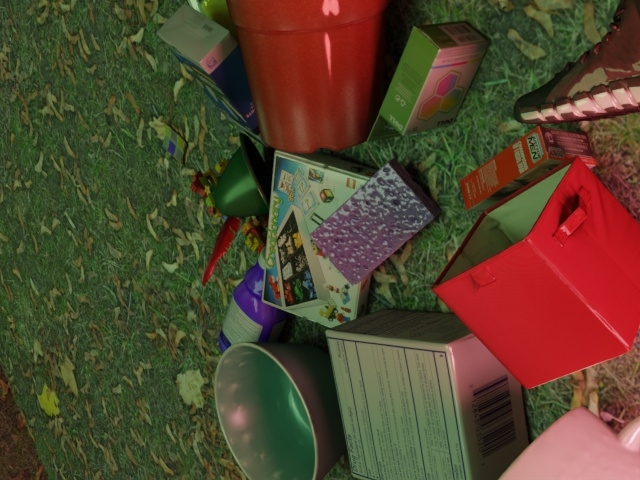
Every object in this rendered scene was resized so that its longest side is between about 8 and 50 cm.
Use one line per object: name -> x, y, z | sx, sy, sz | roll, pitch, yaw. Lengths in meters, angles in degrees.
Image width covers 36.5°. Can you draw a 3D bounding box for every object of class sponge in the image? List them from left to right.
sponge -> 0.086, -0.027, 1.591 | 0.117, 0.031, 0.210 | 48, 125, 1

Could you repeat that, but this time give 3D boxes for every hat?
hat -> -0.184, -0.073, 1.783 | 0.208, 0.184, 0.173 | -107, -10, -45

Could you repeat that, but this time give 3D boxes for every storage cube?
storage cube -> 0.298, 0.045, 1.252 | 0.193, 0.183, 0.215 | 46, 141, -8

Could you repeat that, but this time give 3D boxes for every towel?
towel -> -0.314, -0.206, 2.090 | 0.083, 0.009, 0.060 | 45, 135, 30

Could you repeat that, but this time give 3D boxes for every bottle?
bottle -> -0.121, 0.131, 1.914 | 0.118, 0.092, 0.283 | 44, 133, 27

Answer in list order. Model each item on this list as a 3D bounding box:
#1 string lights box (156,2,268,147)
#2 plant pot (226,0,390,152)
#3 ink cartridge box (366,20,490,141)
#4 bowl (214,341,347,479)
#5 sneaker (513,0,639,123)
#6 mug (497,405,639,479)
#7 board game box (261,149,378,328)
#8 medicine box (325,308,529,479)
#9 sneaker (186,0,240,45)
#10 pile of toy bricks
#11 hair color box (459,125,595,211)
string lights box -> -0.162, -0.285, 1.703 | 0.133, 0.077, 0.259 | 38, 172, 36
plant pot -> -0.010, -0.293, 1.508 | 0.272, 0.272, 0.265 | 23, 129, 44
ink cartridge box -> 0.157, -0.217, 1.434 | 0.062, 0.109, 0.209 | 49, 136, 29
bowl -> -0.048, 0.320, 1.840 | 0.311, 0.163, 0.311 | 21, 118, 45
sneaker -> 0.361, -0.237, 1.202 | 0.281, 0.106, 0.162 | -7, 91, 43
mug -> 0.413, 0.388, 1.256 | 0.328, 0.276, 0.374 | 40, 101, 27
board game box -> 0.000, 0.000, 1.702 | 0.193, 0.053, 0.305 | 19, 120, 22
medicine box -> 0.170, 0.259, 1.563 | 0.289, 0.149, 0.263 | 1, 104, 51
sneaker -> -0.164, -0.519, 1.690 | 0.147, 0.145, 0.384 | -7, 105, 41
pile of toy bricks -> -0.180, -0.073, 1.900 | 0.212, 0.105, 0.118 | 56, 139, 20
hair color box -> 0.281, -0.092, 1.334 | 0.167, 0.093, 0.053 | -39, 55, 50
